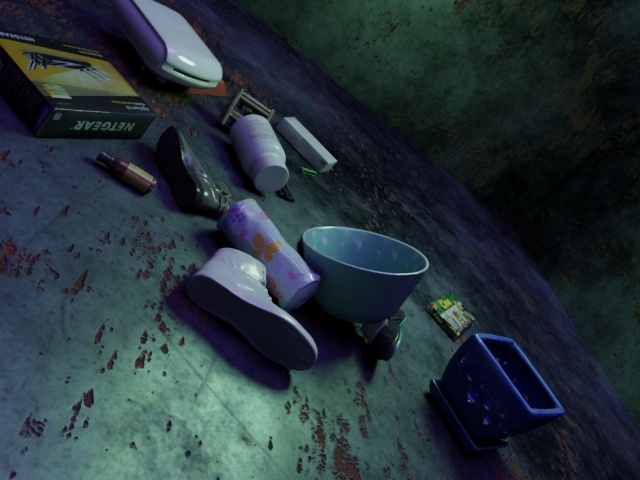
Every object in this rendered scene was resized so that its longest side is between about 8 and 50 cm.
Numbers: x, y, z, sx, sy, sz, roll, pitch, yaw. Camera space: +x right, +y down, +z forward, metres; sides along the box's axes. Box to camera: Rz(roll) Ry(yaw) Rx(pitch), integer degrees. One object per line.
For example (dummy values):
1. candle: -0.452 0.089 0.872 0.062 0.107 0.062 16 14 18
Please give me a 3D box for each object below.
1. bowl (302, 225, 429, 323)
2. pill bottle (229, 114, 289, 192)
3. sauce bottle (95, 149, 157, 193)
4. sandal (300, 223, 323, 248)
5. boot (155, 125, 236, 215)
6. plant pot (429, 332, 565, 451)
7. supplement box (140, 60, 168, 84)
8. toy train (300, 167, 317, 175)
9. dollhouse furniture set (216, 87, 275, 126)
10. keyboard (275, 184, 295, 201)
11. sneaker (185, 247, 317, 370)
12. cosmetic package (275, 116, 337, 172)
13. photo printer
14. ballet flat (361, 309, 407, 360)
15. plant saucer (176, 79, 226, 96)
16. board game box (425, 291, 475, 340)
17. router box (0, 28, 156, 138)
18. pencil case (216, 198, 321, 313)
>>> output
1. bowl: 0.091 0.091 1.418 0.311 0.163 0.311 12 16 -3
2. pill bottle: -0.174 -0.250 1.692 0.131 0.131 0.229 21 32 -42
3. sauce bottle: -0.412 -0.148 1.240 0.128 0.042 0.042 36 24 -22
4. sandal: 0.000 0.000 1.637 0.090 0.060 0.219 41 23 -6
5. boot: -0.298 -0.154 1.416 0.161 0.083 0.246 21 37 -56
6. plant pot: 0.427 0.391 1.467 0.236 0.212 0.236 15 36 -47
7. supplement box: -0.488 -0.510 1.739 0.083 0.043 0.055 31 25 -30
8. toy train: -0.042 -0.241 2.043 0.024 0.017 0.083 43 20 28
9. dollhouse furniture set: -0.255 -0.399 1.867 0.129 0.129 0.183 31 2 -27
10. keyboard: -0.138 -0.202 1.792 0.100 0.038 0.192 15 35 -48
11. sneaker: -0.113 0.124 1.178 0.292 0.108 0.169 39 26 -8
12. cosmetic package: -0.052 -0.354 2.163 0.239 0.060 0.099 47 25 6
13. photo printer: -0.444 -0.579 1.732 0.307 0.107 0.256 53 24 20
14. ballet flat: 0.154 0.226 1.479 0.096 0.095 0.280 35 12 6
15. plant saucer: -0.449 -0.587 1.935 0.258 0.048 0.259 47 22 8
16. board game box: 0.444 0.250 1.977 0.136 0.030 0.259 47 23 15
17. router box: -0.551 -0.336 1.287 0.243 0.081 0.309 48 23 9
18. pencil case: -0.117 0.032 1.319 0.273 0.113 0.124 49 -8 14
